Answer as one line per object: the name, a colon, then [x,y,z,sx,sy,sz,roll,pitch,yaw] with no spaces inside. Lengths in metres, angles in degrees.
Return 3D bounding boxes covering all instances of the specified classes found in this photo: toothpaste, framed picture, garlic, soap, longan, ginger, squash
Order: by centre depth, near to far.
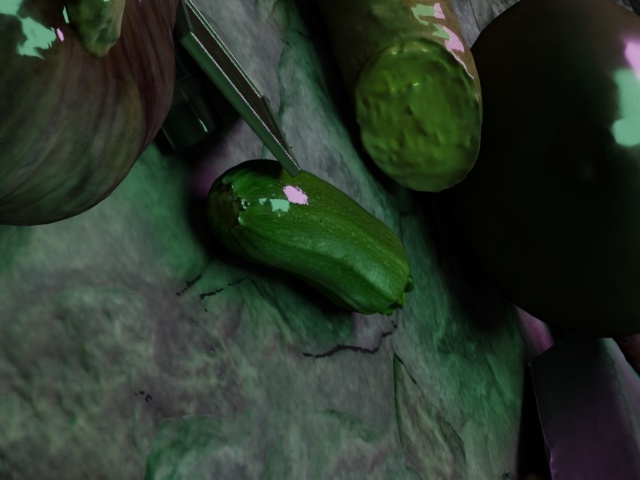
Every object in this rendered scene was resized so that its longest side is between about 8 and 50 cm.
garlic: [-0.139,-0.125,0.385,0.245,0.160,0.245,41,38,-43]
toothpaste: [-0.128,-0.164,0.565,0.239,0.039,0.062,62,14,-12]
framed picture: [-0.058,-0.107,0.611,0.109,0.011,0.149,50,8,-27]
squash: [0.000,0.000,0.657,0.219,0.068,0.077,32,34,-50]
ginger: [0.055,-0.213,0.850,0.190,0.126,0.354,-13,86,-73]
longan: [0.253,-0.069,0.941,0.350,0.288,0.288,69,26,-19]
soap: [0.335,0.270,0.966,0.285,0.107,0.296,53,19,-16]

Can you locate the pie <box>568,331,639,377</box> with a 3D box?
pie: [0.344,0.103,1.138,0.204,0.054,0.218,56,-5,-10]

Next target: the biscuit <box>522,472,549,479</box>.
biscuit: [0.291,0.376,0.969,0.325,0.044,0.217,39,39,-45]
